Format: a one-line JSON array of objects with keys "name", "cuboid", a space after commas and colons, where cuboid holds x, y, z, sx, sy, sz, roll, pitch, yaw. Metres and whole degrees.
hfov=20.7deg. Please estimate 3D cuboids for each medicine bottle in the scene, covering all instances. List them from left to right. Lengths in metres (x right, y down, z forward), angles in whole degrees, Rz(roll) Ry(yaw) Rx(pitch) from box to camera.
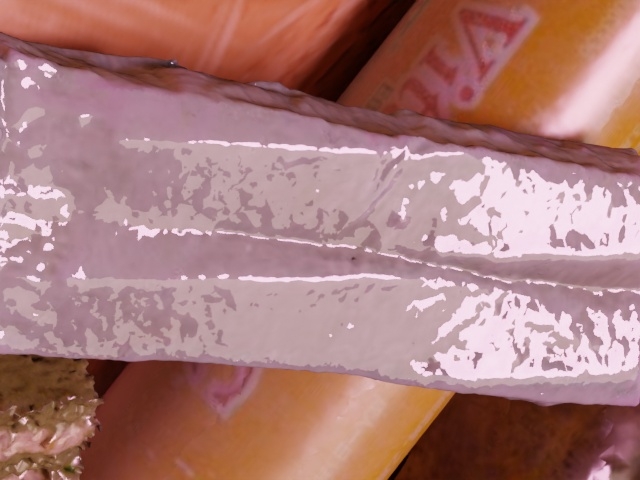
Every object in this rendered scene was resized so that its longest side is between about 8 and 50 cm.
[{"name": "medicine bottle", "cuboid": [0.015, 0.018, 0.575, 0.426, 0.108, 0.108, -51, 152, -1]}]

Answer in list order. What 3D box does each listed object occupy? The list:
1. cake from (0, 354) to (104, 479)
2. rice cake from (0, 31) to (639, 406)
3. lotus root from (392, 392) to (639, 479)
[{"name": "cake", "cuboid": [-0.124, 0.062, 0.481, 0.140, 0.055, 0.051, -23, 148, -40]}, {"name": "rice cake", "cuboid": [0.000, 0.000, 0.487, 0.226, 0.040, 0.085, 8, 102, -24]}, {"name": "lotus root", "cuboid": [0.134, 0.137, 0.860, 0.260, 0.149, 0.267, -39, 147, -24]}]
